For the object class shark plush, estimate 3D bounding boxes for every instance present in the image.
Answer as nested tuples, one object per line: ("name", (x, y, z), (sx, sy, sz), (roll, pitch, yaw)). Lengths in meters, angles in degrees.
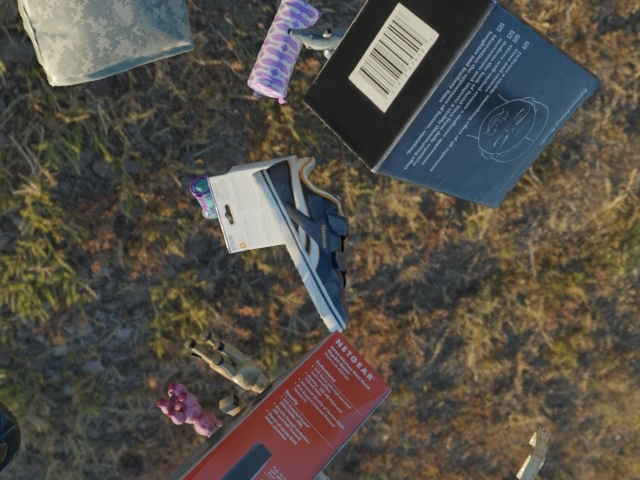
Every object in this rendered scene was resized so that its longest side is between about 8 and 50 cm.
("shark plush", (0.002, -0.404, 1.421), (0.161, 0.067, 0.073), (9, 83, -42))

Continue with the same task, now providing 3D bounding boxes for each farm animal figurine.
("farm animal figurine", (-0.100, 0.298, 1.176), (0.327, 0.330, 0.172), (-18, 137, 30))

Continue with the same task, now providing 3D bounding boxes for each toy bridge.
("toy bridge", (0.342, 0.368, 1.197), (0.188, 0.026, 0.063), (-42, 156, -50))

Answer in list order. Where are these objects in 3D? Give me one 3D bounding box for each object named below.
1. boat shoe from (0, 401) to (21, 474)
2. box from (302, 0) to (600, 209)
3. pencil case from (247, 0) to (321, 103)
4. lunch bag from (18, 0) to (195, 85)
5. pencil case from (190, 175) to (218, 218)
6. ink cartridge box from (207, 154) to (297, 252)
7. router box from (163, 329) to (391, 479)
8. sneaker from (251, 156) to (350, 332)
("boat shoe", (-0.491, 0.185, 0.802), (0.324, 0.120, 0.122), (25, 75, -12))
("box", (0.225, -0.249, 1.216), (0.395, 0.212, 0.293), (11, 122, -49))
("pencil case", (-0.073, -0.383, 1.479), (0.088, 0.086, 0.206), (22, 91, -22))
("lunch bag", (-0.401, -0.433, 1.331), (0.287, 0.169, 0.235), (-24, 132, -21))
("pencil case", (-0.303, -0.113, 1.979), (0.151, 0.064, 0.070), (77, 32, -65))
("ink cartridge box", (-0.144, -0.087, 1.824), (0.224, 0.045, 0.223), (-9, 119, 5))
("router box", (-0.118, 0.262, 0.735), (0.301, 0.082, 0.335), (-39, 174, -40))
("sneaker", (0.000, 0.000, 1.286), (0.127, 0.321, 0.126), (-25, 174, -3))
